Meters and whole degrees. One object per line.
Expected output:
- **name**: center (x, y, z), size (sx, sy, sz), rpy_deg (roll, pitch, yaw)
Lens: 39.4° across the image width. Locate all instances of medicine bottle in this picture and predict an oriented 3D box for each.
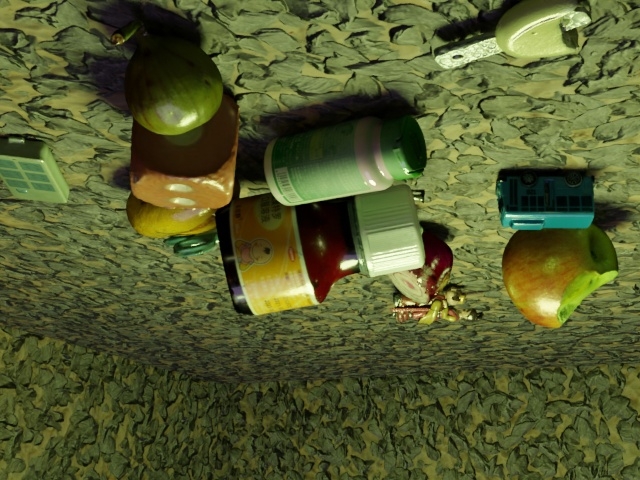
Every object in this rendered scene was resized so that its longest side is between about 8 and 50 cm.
- **medicine bottle**: center (0.045, -0.143, 1.570), size (0.274, 0.133, 0.133), rpy_deg (-7, 159, 31)
- **medicine bottle**: center (0.000, 0.000, 1.748), size (0.395, 0.242, 0.242), rpy_deg (-14, 160, 2)

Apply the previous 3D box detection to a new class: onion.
- **onion**: center (0.210, 0.037, 2.111), size (0.218, 0.140, 0.195), rpy_deg (36, 171, 21)

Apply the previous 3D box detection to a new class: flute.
- **flute**: center (0.102, -0.095, 1.874), size (0.233, 0.027, 0.027), rpy_deg (2, 162, 2)

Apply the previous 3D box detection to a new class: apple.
- **apple**: center (0.525, 0.063, 1.945), size (0.226, 0.246, 0.246), rpy_deg (-26, 148, 37)

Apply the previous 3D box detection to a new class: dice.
- **dice**: center (-0.232, -0.151, 1.526), size (0.175, 0.173, 0.179), rpy_deg (4, 161, -9)

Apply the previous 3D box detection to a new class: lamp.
- **lamp**: center (0.333, 0.181, 2.538), size (0.253, 0.118, 0.118), rpy_deg (-1, 161, 15)

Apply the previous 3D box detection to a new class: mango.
- **mango**: center (-0.280, -0.072, 1.848), size (0.295, 0.120, 0.177), rpy_deg (-9, 165, 37)

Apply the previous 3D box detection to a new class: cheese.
- **cheese**: center (0.264, -0.284, 1.241), size (0.235, 0.049, 0.127), rpy_deg (-11, 158, 33)

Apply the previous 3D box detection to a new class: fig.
- **fig**: center (-0.238, -0.248, 1.330), size (0.142, 0.148, 0.186), rpy_deg (1, 127, 50)

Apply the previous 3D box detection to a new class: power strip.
- **power strip**: center (-0.593, -0.139, 1.822), size (0.118, 0.046, 0.270), rpy_deg (4, 162, -3)

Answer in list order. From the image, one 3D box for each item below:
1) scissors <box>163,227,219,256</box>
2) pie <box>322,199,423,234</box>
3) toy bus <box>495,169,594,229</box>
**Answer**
- **scissors**: center (-0.196, -0.022, 1.961), size (0.289, 0.041, 0.138), rpy_deg (-17, -159, -21)
- **pie**: center (0.067, -0.032, 1.967), size (0.303, 0.066, 0.302), rpy_deg (2, 169, 0)
- **toy bus**: center (0.439, -0.075, 1.755), size (0.185, 0.106, 0.090), rpy_deg (0, 164, 8)
